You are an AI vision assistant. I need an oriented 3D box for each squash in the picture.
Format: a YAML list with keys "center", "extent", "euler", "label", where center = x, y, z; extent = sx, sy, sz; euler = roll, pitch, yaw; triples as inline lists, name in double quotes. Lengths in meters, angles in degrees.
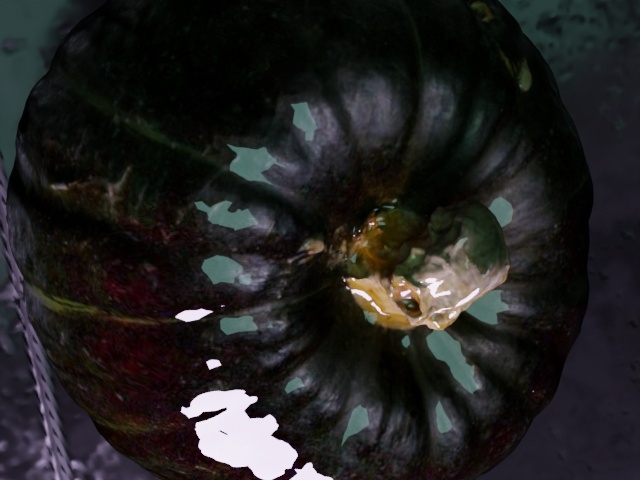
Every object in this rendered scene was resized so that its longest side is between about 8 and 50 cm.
- center: [-0.003, -0.001, 0.409]
  extent: [0.193, 0.156, 0.193]
  euler: [-15, 131, -18]
  label: "squash"
